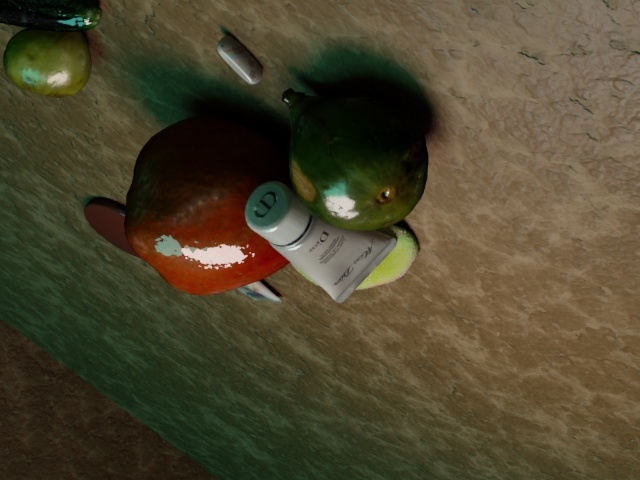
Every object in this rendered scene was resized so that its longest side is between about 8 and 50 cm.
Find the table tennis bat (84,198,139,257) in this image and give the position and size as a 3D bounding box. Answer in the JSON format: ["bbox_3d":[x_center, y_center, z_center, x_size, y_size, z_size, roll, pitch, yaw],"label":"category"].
[{"bbox_3d":[-0.416,-0.021,2.272,0.310,0.038,0.200,-2,140,50],"label":"table tennis bat"}]

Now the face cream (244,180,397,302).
[{"bbox_3d":[0.000,0.000,1.567,0.089,0.143,0.314,46,-172,35],"label":"face cream"}]

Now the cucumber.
[{"bbox_3d":[-0.446,-0.367,1.612,0.241,0.074,0.074,16,152,25],"label":"cucumber"}]

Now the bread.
[{"bbox_3d":[0.055,0.030,1.745,0.228,0.034,0.228,-2,150,-1],"label":"bread"}]

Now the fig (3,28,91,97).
[{"bbox_3d":[-0.448,-0.294,1.687,0.152,0.121,0.136,-4,-172,17],"label":"fig"}]

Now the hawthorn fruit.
[{"bbox_3d":[-0.166,-0.048,1.656,0.311,0.295,0.295,23,155,27],"label":"hawthorn fruit"}]

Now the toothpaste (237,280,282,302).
[{"bbox_3d":[-0.213,0.046,2.155,0.100,0.066,0.323,-1,146,49],"label":"toothpaste"}]

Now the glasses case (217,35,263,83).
[{"bbox_3d":[-0.116,-0.262,1.492,0.021,0.032,0.083,-9,134,50],"label":"glasses case"}]

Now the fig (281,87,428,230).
[{"bbox_3d":[0.038,-0.132,1.438,0.245,0.195,0.195,56,168,29],"label":"fig"}]
